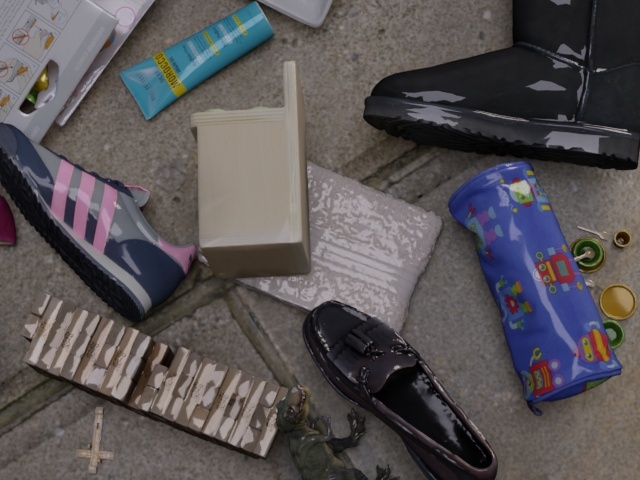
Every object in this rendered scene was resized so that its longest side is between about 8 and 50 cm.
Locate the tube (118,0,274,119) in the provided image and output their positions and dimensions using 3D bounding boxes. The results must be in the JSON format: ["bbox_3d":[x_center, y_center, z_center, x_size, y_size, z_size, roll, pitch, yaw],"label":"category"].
[{"bbox_3d":[-0.162,-0.245,1.779,0.207,0.052,0.080,-31,68,-1],"label":"tube"}]

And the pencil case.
[{"bbox_3d":[0.261,0.057,1.652,0.119,0.133,0.306,-13,74,-27],"label":"pencil case"}]

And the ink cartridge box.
[{"bbox_3d":[-0.429,-0.248,1.722,0.239,0.060,0.275,33,103,-14],"label":"ink cartridge box"}]

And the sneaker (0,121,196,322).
[{"bbox_3d":[-0.295,-0.046,1.704,0.131,0.112,0.319,-41,85,-25],"label":"sneaker"}]

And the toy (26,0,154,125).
[{"bbox_3d":[-0.325,-0.281,1.782,0.137,0.056,0.237,35,83,5],"label":"toy"}]

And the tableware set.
[{"bbox_3d":[0.358,0.057,1.703,0.104,0.024,0.154,18,76,5],"label":"tableware set"}]

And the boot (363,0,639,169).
[{"bbox_3d":[0.261,-0.335,1.717,0.367,0.146,0.445,8,85,-7],"label":"boot"}]

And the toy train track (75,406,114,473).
[{"bbox_3d":[-0.280,0.249,1.665,0.048,0.014,0.083,4,75,1],"label":"toy train track"}]

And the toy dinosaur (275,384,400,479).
[{"bbox_3d":[0.024,0.279,1.617,0.118,0.064,0.268,-28,105,-31],"label":"toy dinosaur"}]

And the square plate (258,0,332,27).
[{"bbox_3d":[-0.077,-0.508,1.767,0.344,0.049,0.347,28,107,14],"label":"square plate"}]

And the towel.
[{"bbox_3d":[0.000,0.000,1.709,0.282,0.049,0.187,21,77,6],"label":"towel"}]

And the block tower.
[{"bbox_3d":[-0.203,0.171,1.645,0.336,0.097,0.091,21,77,8],"label":"block tower"}]

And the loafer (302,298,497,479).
[{"bbox_3d":[0.102,0.177,1.590,0.109,0.095,0.302,-40,79,-21],"label":"loafer"}]

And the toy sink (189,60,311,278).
[{"bbox_3d":[-0.085,-0.085,1.632,0.131,0.153,0.234,-3,75,3],"label":"toy sink"}]

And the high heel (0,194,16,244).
[{"bbox_3d":[-0.515,-0.005,1.694,0.244,0.082,0.117,-24,86,-21],"label":"high heel"}]
